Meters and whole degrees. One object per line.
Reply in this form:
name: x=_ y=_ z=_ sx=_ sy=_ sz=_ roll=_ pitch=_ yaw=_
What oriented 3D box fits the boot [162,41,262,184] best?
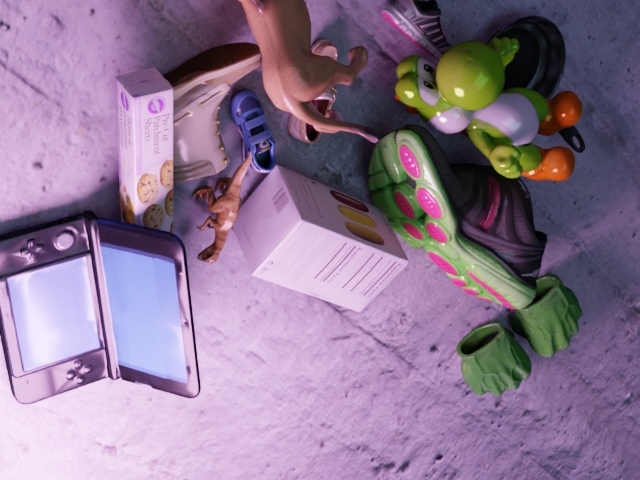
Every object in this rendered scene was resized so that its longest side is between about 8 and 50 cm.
boot: x=-0.165 y=-0.192 z=1.841 sx=0.213 sy=0.077 sz=0.165 roll=-30 pitch=125 yaw=-10

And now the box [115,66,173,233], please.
box: x=-0.257 y=-0.098 z=1.786 sx=0.067 sy=0.063 sz=0.324 roll=-17 pitch=135 yaw=-26

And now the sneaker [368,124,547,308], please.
sneaker: x=0.249 y=-0.065 z=2.144 sx=0.483 sy=0.185 sz=0.202 roll=44 pitch=67 yaw=-42

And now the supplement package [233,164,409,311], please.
supplement package: x=0.000 y=0.000 z=1.984 sx=0.244 sy=0.139 sz=0.134 roll=20 pitch=122 yaw=-39

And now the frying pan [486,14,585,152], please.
frying pan: x=0.397 y=-0.291 z=2.181 sx=0.326 sy=0.053 sz=0.197 roll=14 pitch=105 yaw=-39

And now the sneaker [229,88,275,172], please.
sneaker: x=-0.101 y=-0.170 z=1.906 sx=0.053 sy=0.059 sz=0.144 roll=-26 pitch=123 yaw=-18

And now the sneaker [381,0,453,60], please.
sneaker: x=0.179 y=-0.354 z=1.998 sx=0.170 sy=0.063 sz=0.074 roll=32 pitch=99 yaw=-35

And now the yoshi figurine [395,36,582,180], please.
yoshi figurine: x=0.295 y=-0.223 z=1.999 sx=0.362 sy=0.203 sz=0.203 roll=18 pitch=117 yaw=-34

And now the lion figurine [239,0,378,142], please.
lion figurine: x=-0.058 y=-0.304 z=1.731 sx=0.142 sy=0.392 sz=0.240 roll=-34 pitch=170 yaw=30

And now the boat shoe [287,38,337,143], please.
boat shoe: x=-0.001 y=-0.234 z=1.941 sx=0.063 sy=0.059 sz=0.170 roll=3 pitch=111 yaw=-34

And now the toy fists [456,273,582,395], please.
toy fists: x=0.393 y=0.193 z=2.390 sx=0.279 sy=0.096 sz=0.142 roll=-38 pitch=118 yaw=-10

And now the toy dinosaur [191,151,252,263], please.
toy dinosaur: x=-0.142 y=-0.066 z=1.891 sx=0.064 sy=0.112 sz=0.211 roll=2 pitch=118 yaw=-37

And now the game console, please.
game console: x=-0.338 y=0.122 z=1.819 sx=0.250 sy=0.173 sz=0.293 roll=-18 pitch=120 yaw=-26
